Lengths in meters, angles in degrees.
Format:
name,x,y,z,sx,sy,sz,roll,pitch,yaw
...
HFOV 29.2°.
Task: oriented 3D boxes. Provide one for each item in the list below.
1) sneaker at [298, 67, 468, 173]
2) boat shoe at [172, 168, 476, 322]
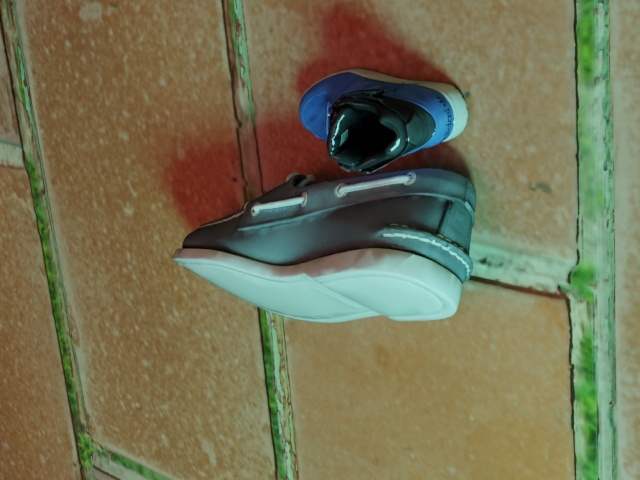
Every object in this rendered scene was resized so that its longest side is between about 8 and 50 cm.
name,x,y,z,sx,sy,sz,roll,pitch,yaw
sneaker,0.021,-0.086,0.877,0.152,0.085,0.058,12,116,43
boat shoe,0.000,0.000,0.955,0.319,0.116,0.099,-1,63,53
